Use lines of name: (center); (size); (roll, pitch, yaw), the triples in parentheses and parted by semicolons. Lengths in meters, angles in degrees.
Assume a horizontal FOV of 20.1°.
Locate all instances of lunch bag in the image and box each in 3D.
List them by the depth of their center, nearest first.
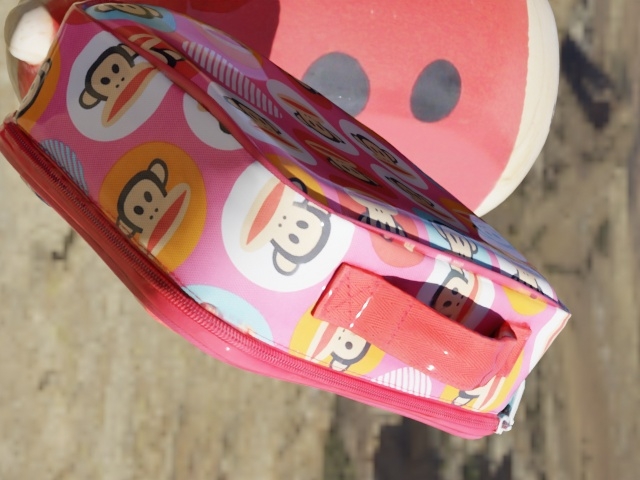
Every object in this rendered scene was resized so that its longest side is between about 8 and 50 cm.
lunch bag: (0.000, 0.000, 0.943); (0.293, 0.258, 0.120); (23, 104, -50)

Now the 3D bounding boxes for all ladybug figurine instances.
ladybug figurine: (-0.012, -0.102, 1.299); (0.305, 0.449, 0.162); (-56, -138, 42)
